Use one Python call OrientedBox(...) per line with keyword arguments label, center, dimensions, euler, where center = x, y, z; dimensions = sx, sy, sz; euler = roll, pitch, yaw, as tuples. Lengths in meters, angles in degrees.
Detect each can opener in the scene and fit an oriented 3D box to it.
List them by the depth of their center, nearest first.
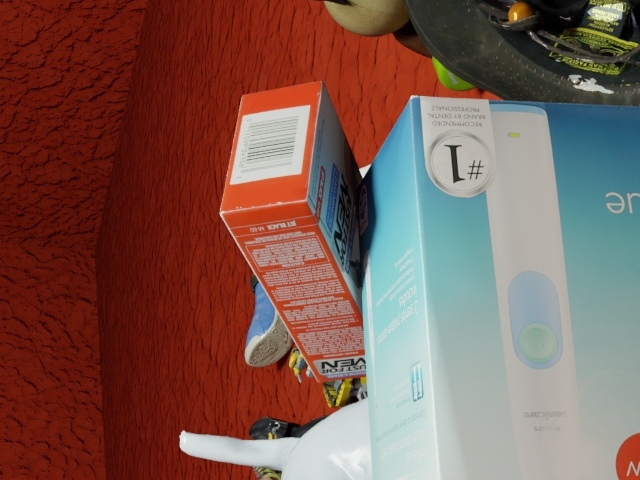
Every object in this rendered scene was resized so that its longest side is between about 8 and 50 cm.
OrientedBox(label="can opener", center=(-0.021, 0.235, 1.210), dimensions=(0.186, 0.073, 0.059), euler=(-23, 56, 58))

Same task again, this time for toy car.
OrientedBox(label="toy car", center=(0.057, -0.229, 0.883), dimensions=(0.155, 0.188, 0.149), euler=(-105, 27, -42))

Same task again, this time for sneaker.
OrientedBox(label="sneaker", center=(-0.065, 0.088, 1.354), dimensions=(0.152, 0.058, 0.084), euler=(-66, 33, 34))

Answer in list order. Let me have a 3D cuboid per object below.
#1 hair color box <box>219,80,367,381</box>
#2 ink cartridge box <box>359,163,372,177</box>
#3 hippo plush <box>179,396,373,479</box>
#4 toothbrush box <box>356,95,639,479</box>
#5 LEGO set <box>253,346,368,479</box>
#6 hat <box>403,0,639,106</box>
OrientedBox(label="hair color box", center=(0.000, 0.000, 0.616), dimensions=(0.167, 0.053, 0.093), euler=(65, -157, -47))
OrientedBox(label="ink cartridge box", center=(0.091, -0.026, 0.768), dimensions=(0.181, 0.104, 0.061), euler=(-20, 65, 39))
OrientedBox(label="hippo plush", center=(0.108, 0.137, 0.727), dimensions=(0.294, 0.234, 0.236), euler=(17, 72, 55))
OrientedBox(label="toothbrush box", center=(0.140, 0.089, 0.522), dimensions=(0.126, 0.216, 0.295), euler=(121, 150, -69))
OrientedBox(label="LEGO set", center=(-0.024, 0.258, 1.006), dimensions=(0.255, 0.192, 0.331), euler=(-108, 29, -47))
OrientedBox(label="hat", center=(0.164, -0.195, 0.582), dimensions=(0.134, 0.331, 0.331), euler=(-49, 10, -19))
